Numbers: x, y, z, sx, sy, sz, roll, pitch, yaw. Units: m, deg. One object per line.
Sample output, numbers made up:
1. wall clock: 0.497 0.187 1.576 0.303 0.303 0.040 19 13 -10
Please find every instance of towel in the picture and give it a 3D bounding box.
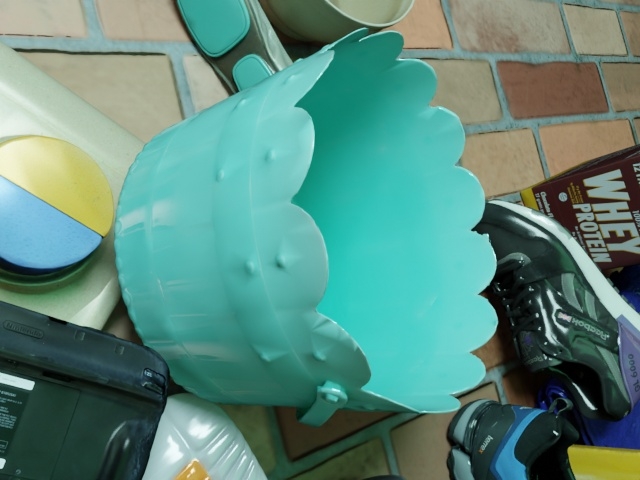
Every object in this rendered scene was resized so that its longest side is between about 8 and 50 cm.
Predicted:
1. towel: 0.411 0.190 0.837 0.308 0.076 0.227 -39 106 -34

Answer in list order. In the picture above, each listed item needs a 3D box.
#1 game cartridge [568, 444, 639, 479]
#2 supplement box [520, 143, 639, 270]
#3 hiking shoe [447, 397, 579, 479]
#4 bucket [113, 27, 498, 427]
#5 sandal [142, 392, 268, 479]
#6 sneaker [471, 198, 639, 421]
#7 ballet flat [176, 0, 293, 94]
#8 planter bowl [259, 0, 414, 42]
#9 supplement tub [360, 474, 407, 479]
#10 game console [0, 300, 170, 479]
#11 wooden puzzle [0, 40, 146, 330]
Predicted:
1. game cartridge: 0.335 0.374 0.602 0.053 0.285 0.323 8 74 -35
2. supplement box: 0.414 -0.053 0.815 0.191 0.194 0.129 -22 92 -37
3. hiking shoe: 0.213 0.315 0.622 0.113 0.132 0.304 -7 83 -37
4. bucket: 0.000 0.000 0.469 0.281 0.183 0.281 24 60 -51
5. sandal: -0.066 0.245 0.470 0.102 0.076 0.265 -30 84 -24
6. sneaker: 0.253 0.077 0.693 0.283 0.107 0.124 44 62 7
7. ballet flat: -0.069 -0.181 0.589 0.213 0.072 0.068 61 26 -9
8. planter bowl: 0.003 -0.267 0.623 0.162 0.109 0.162 9 74 -33
9. supplement tub: 0.068 0.313 0.535 0.106 0.106 0.198 -14 88 -37
10. game console: -0.255 0.072 0.314 0.361 0.044 0.213 25 72 -27
11. wooden puzzle: -0.279 -0.008 0.376 0.322 0.080 0.348 36 60 -24
